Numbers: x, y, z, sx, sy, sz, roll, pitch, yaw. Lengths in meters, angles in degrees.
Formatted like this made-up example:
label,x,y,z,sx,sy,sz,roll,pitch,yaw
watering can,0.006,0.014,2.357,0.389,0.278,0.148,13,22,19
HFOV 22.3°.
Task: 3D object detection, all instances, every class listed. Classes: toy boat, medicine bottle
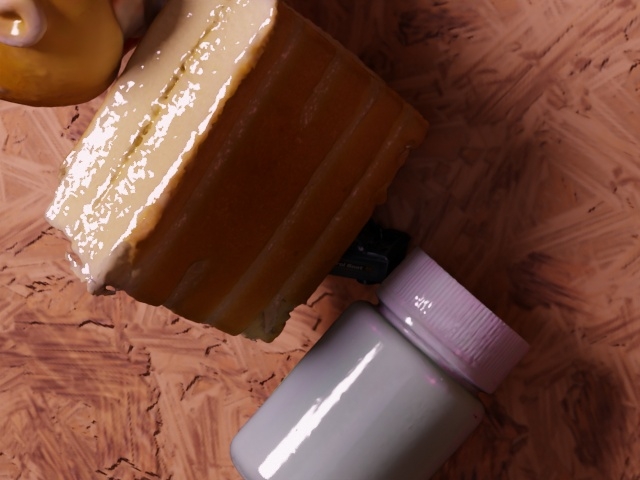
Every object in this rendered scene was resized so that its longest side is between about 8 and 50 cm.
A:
label,x,y,z,sx,sy,sz,roll,pitch,yaw
toy boat,0.000,0.000,1.340,0.141,0.055,0.060,10,116,21
medicine bottle,0.047,0.127,1.275,0.139,0.139,0.225,41,92,7

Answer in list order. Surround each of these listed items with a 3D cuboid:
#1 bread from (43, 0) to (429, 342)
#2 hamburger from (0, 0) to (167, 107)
label,x,y,z,sx,sy,sz,roll,pitch,yaw
bread,-0.059,-0.052,1.219,0.111,0.239,0.246,38,95,37
hamburger,-0.242,-0.235,1.171,0.261,0.186,0.303,4,132,51
